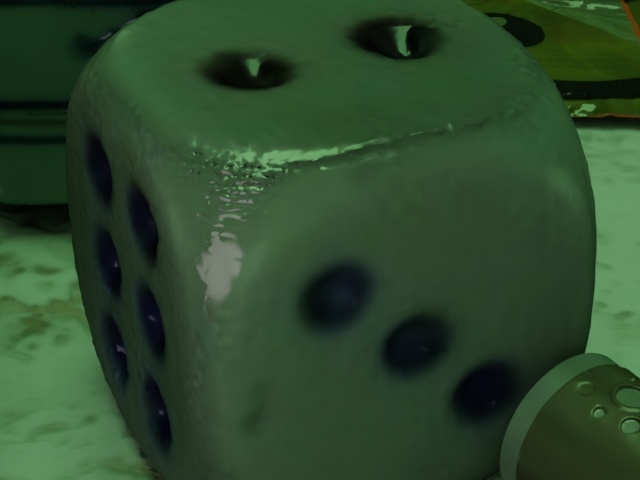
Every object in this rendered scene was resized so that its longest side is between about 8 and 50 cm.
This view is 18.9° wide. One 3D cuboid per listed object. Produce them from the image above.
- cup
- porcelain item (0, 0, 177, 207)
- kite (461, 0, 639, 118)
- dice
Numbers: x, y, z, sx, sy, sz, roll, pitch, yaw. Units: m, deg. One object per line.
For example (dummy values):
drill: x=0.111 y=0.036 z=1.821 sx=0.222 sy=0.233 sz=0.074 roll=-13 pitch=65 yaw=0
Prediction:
cup: x=0.141 y=0.110 z=0.816 sx=0.074 sy=0.102 sz=0.099 roll=-50 pitch=46 yaw=-3
porcelain item: x=-0.094 y=-0.137 z=1.129 sx=0.281 sy=0.157 sz=0.286 roll=0 pitch=30 yaw=-4
kite: x=0.164 y=-0.148 z=1.286 sx=0.377 sy=0.013 sz=0.327 roll=-26 pitch=39 yaw=-33
dice: x=0.000 y=0.000 z=0.866 sx=0.192 sy=0.193 sz=0.194 roll=-11 pitch=34 yaw=-21
